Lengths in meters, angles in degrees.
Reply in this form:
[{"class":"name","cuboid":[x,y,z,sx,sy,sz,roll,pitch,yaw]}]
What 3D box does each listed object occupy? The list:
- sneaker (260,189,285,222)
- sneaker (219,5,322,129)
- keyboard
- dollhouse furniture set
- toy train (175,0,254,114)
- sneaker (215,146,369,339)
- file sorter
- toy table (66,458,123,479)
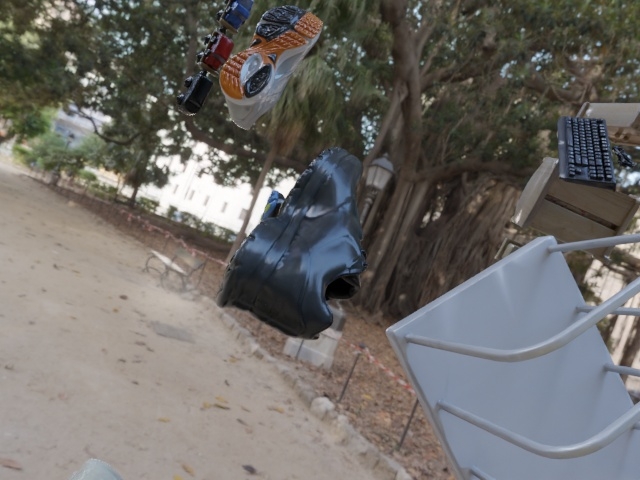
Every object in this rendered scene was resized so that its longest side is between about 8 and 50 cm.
[{"class":"sneaker","cuboid":[-0.058,-0.027,0.852,0.078,0.067,0.188,13,-25,13]},{"class":"sneaker","cuboid":[-0.090,-0.309,0.854,0.099,0.262,0.121,33,-25,6]},{"class":"keyboard","cuboid":[0.435,-0.143,0.756,0.108,0.180,0.023,13,-42,12]},{"class":"dollhouse furniture set","cuboid":[0.543,-0.080,0.960,0.303,0.355,0.174,23,14,-9]},{"class":"toy train","cuboid":[-0.115,-0.211,0.530,0.027,0.158,0.036,27,-4,-41]},{"class":"sneaker","cuboid":[0.000,0.000,0.548,0.130,0.286,0.109,33,-42,0]},{"class":"file sorter","cuboid":[0.222,0.153,0.373,0.277,0.193,0.173,64,-17,-3]},{"class":"toy table","cuboid":[-0.149,0.274,0.294,0.161,0.274,0.252,36,-3,-8]}]
